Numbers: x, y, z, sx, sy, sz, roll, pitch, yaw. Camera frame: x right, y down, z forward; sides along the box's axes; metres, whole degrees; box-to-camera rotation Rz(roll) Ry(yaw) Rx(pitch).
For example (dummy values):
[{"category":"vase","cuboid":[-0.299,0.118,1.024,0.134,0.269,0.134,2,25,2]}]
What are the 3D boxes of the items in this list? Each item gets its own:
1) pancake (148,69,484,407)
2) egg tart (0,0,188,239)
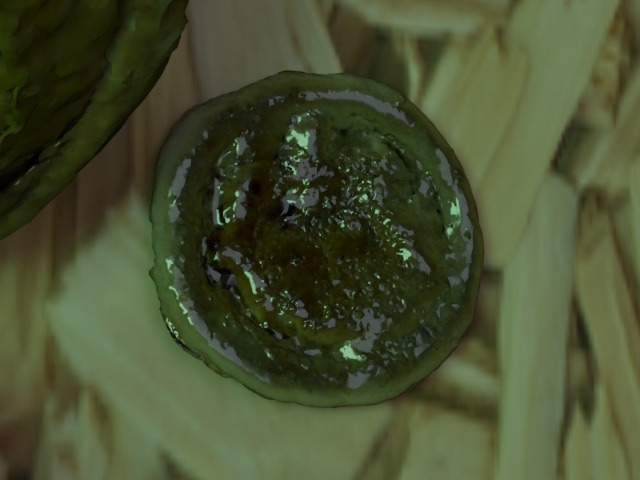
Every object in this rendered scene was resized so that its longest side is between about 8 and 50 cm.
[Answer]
[{"category":"pancake","cuboid":[0.000,0.001,0.631,0.152,0.025,0.151,3,82,-20]},{"category":"egg tart","cuboid":[-0.181,-0.077,0.455,0.291,0.290,0.107,17,44,-16]}]
